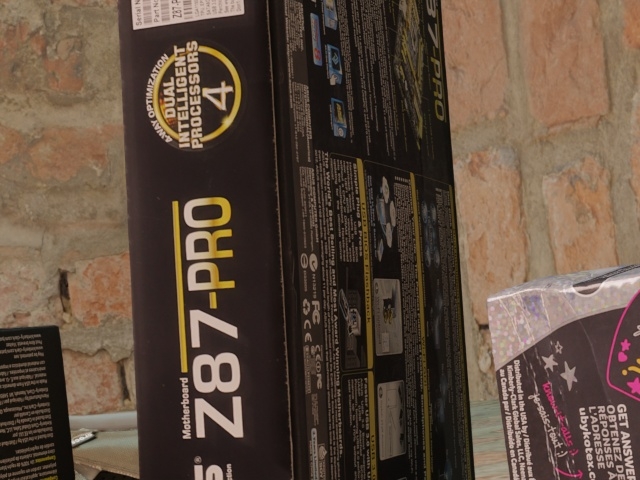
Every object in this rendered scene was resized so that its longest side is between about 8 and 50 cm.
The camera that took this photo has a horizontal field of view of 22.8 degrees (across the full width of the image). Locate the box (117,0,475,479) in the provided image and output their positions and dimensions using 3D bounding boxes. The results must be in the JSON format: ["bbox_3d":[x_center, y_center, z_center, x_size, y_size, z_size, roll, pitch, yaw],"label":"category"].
[{"bbox_3d":[0.000,0.000,0.898,0.097,0.395,0.318,-5,-3,22],"label":"box"}]

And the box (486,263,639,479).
[{"bbox_3d":[0.217,0.086,0.765,0.142,0.163,0.247,-11,-6,43],"label":"box"}]

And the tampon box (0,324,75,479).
[{"bbox_3d":[-0.197,0.128,0.794,0.120,0.161,0.101,-9,-5,26],"label":"tampon box"}]

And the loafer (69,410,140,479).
[{"bbox_3d":[-0.193,0.181,1.171,0.251,0.094,0.087,-8,36,-3],"label":"loafer"}]
